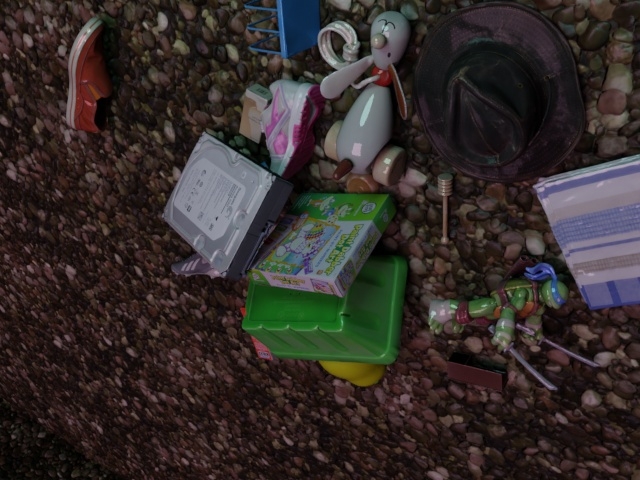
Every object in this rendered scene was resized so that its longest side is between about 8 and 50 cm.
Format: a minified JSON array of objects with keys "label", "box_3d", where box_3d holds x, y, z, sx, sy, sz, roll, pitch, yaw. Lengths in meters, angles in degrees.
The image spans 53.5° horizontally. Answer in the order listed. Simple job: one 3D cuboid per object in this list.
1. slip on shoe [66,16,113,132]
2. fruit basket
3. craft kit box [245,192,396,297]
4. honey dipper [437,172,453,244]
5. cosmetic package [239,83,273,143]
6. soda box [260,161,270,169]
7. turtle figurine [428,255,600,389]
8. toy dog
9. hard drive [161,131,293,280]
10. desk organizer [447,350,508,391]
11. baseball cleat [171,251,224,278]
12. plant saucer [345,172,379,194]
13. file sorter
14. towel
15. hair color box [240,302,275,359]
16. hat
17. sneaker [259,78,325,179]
[{"label":"slip on shoe","box_3d":[-0.567,-0.406,1.591,0.101,0.123,0.331,20,133,-6]},{"label":"fruit basket","box_3d":[0.047,0.184,1.495,0.391,0.283,0.392,8,164,2]},{"label":"craft kit box","box_3d":[0.000,0.000,1.338,0.246,0.250,0.061,6,138,37]},{"label":"honey dipper","box_3d":[0.251,-0.060,1.287,0.030,0.030,0.161,15,131,27]},{"label":"cosmetic package","box_3d":[-0.139,-0.280,1.405,0.060,0.041,0.115,30,133,15]},{"label":"soda box","box_3d":[-0.195,-0.110,1.547,0.210,0.067,0.071,-27,102,44]},{"label":"turtle figurine","box_3d":[0.364,0.184,1.256,0.266,0.197,0.275,-9,110,44]},{"label":"toy dog","box_3d":[0.077,-0.241,1.192,0.220,0.161,0.334,7,123,32]},{"label":"hard drive","box_3d":[-0.220,-0.085,1.408,0.339,0.064,0.237,36,100,46]},{"label":"desk organizer","box_3d":[0.356,0.296,1.443,0.130,0.047,0.050,9,122,31]},{"label":"baseball cleat","box_3d":[-0.337,0.049,1.771,0.205,0.072,0.110,2,107,30]},{"label":"plant saucer","box_3d":[0.088,-0.111,1.376,0.083,0.015,0.084,19,129,25]},{"label":"file sorter","box_3d":[-0.076,-0.448,1.194,0.104,0.118,0.170,18,129,30]},{"label":"towel","box_3d":[0.524,-0.009,1.120,0.209,0.034,0.285,-15,112,39]},{"label":"hair color box","box_3d":[-0.147,0.229,1.728,0.053,0.093,0.167,3,122,35]},{"label":"hat","box_3d":[0.276,-0.223,1.082,0.331,0.134,0.332,20,130,25]},{"label":"sneaker","box_3d":[-0.074,-0.238,1.357,0.111,0.103,0.252,33,127,19]}]
